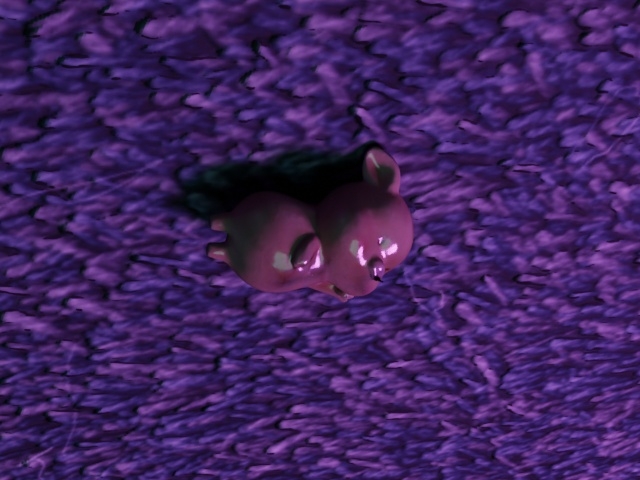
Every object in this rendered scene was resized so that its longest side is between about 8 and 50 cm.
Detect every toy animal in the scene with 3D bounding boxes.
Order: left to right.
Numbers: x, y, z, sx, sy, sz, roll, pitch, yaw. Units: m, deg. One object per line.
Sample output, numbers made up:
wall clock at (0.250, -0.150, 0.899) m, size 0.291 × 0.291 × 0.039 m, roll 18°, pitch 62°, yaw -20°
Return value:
toy animal at (-0.002, -0.006, 0.914) m, size 0.150 × 0.089 × 0.083 m, roll -6°, pitch 164°, yaw -16°
